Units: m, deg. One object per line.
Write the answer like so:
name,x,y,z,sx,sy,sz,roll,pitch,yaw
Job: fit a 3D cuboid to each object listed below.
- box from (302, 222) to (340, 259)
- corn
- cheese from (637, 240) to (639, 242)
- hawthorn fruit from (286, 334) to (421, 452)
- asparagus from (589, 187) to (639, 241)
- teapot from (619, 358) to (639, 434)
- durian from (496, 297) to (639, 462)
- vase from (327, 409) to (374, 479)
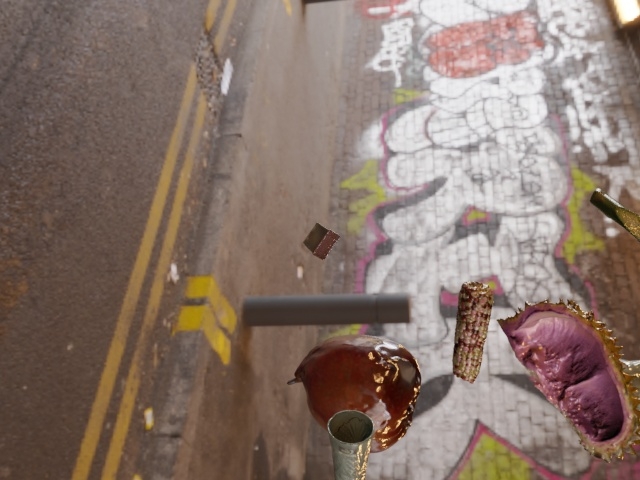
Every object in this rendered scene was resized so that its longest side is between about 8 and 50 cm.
box,0.000,0.000,1.858,0.084,0.063,0.060,-56,143,4
corn,0.397,0.242,1.784,0.092,0.092,0.280,-40,138,-77
cheese,1.048,-0.052,2.017,0.042,0.191,0.105,41,43,-44
hawthorn fruit,0.110,0.387,1.772,0.325,0.308,0.308,43,-13,28
asparagus,0.672,-0.057,1.506,0.045,0.041,0.178,-63,-148,24
teapot,0.797,0.434,1.682,0.149,0.220,0.318,-28,93,-36
durian,0.501,0.237,1.262,0.112,0.191,0.341,-7,56,-47
vase,0.061,0.466,1.391,0.096,0.096,0.219,-73,165,-60
